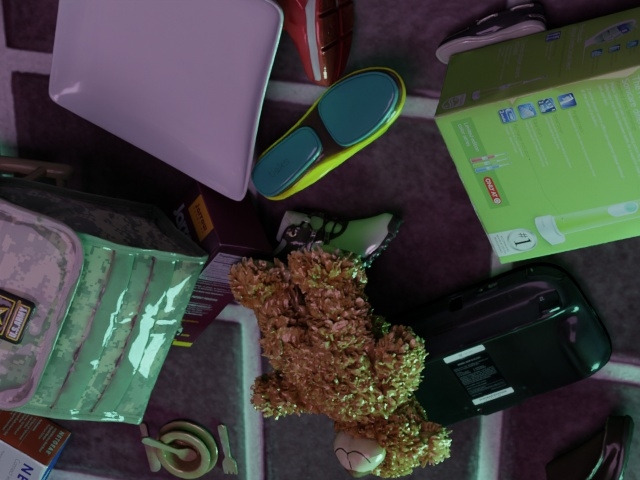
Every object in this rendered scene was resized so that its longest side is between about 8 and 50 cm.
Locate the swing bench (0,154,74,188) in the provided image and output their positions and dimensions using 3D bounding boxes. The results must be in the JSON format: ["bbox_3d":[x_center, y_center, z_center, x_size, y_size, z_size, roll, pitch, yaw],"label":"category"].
[{"bbox_3d":[-0.442,0.015,1.994,0.254,0.165,0.253,18,125,25],"label":"swing bench"}]

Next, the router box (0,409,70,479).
[{"bbox_3d":[-0.543,0.319,2.250,0.301,0.082,0.335,30,123,0],"label":"router box"}]

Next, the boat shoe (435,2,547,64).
[{"bbox_3d":[0.181,-0.220,1.733,0.125,0.038,0.046,-17,143,29],"label":"boat shoe"}]

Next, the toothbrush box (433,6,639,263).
[{"bbox_3d":[0.289,-0.112,1.690,0.283,0.122,0.206,-12,125,25],"label":"toothbrush box"}]

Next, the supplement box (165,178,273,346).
[{"bbox_3d":[-0.150,0.028,1.929,0.080,0.104,0.188,10,134,-39],"label":"supplement box"}]

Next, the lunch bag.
[{"bbox_3d":[-0.305,0.066,1.818,0.287,0.169,0.235,11,109,-39],"label":"lunch bag"}]

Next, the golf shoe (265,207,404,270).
[{"bbox_3d":[0.000,0.000,1.895,0.198,0.077,0.094,-25,108,27],"label":"golf shoe"}]

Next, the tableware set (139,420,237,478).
[{"bbox_3d":[-0.171,0.327,2.158,0.128,0.039,0.194,-2,118,19],"label":"tableware set"}]

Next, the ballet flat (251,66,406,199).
[{"bbox_3d":[0.018,-0.122,1.819,0.231,0.077,0.077,-36,76,31],"label":"ballet flat"}]

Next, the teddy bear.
[{"bbox_3d":[0.018,0.147,1.869,0.245,0.113,0.338,0,123,18],"label":"teddy bear"}]

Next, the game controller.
[{"bbox_3d":[0.180,0.135,1.932,0.319,0.067,0.166,-22,124,28],"label":"game controller"}]

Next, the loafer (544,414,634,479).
[{"bbox_3d":[0.306,0.288,1.954,0.078,0.080,0.220,25,123,2],"label":"loafer"}]

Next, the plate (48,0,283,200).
[{"bbox_3d":[-0.170,-0.212,1.811,0.277,0.045,0.278,29,134,15],"label":"plate"}]

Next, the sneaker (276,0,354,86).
[{"bbox_3d":[-0.042,-0.276,1.761,0.128,0.087,0.221,3,109,28],"label":"sneaker"}]
